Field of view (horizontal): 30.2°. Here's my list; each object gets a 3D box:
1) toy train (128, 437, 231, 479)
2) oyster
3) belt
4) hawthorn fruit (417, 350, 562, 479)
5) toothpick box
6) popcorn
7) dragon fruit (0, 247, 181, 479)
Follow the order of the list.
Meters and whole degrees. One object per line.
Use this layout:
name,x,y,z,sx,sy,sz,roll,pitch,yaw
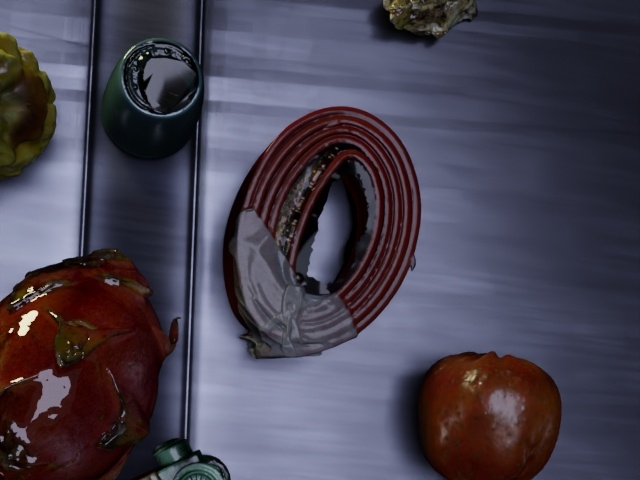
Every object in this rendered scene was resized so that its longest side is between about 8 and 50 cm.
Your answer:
toy train,-0.153,0.380,1.386,0.177,0.116,0.285,-25,88,-3
oyster,0.152,-0.320,1.585,0.165,0.053,0.108,-41,102,-22
belt,0.000,0.000,1.468,0.227,0.115,0.324,18,79,-9
hawthorn fruit,0.200,0.235,1.449,0.179,0.179,0.200,14,82,-10
toothpick box,-0.197,-0.170,1.413,0.120,0.184,0.120,2,82,-13
popcorn,-0.415,-0.158,1.370,0.218,0.169,0.189,28,83,-26
dragon fruit,-0.291,0.159,1.315,0.250,0.250,0.315,29,36,-7
